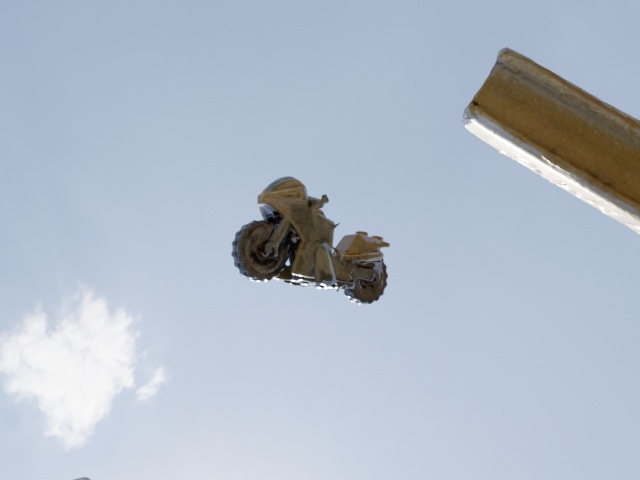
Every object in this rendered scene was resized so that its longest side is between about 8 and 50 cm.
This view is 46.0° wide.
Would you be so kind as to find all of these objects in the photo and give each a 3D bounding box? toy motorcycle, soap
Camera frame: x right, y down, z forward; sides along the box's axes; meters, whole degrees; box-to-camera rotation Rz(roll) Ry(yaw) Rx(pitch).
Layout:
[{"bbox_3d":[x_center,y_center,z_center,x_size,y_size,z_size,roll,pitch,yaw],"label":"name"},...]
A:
[{"bbox_3d":[0.000,0.000,0.911,0.229,0.094,0.130,15,-106,-36],"label":"toy motorcycle"},{"bbox_3d":[0.258,-0.071,0.678,0.257,0.160,0.080,33,-79,10],"label":"soap"}]

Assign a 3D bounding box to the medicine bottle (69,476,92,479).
[{"bbox_3d":[-0.222,0.326,0.705,0.115,0.078,0.219,-32,-48,-25],"label":"medicine bottle"}]
